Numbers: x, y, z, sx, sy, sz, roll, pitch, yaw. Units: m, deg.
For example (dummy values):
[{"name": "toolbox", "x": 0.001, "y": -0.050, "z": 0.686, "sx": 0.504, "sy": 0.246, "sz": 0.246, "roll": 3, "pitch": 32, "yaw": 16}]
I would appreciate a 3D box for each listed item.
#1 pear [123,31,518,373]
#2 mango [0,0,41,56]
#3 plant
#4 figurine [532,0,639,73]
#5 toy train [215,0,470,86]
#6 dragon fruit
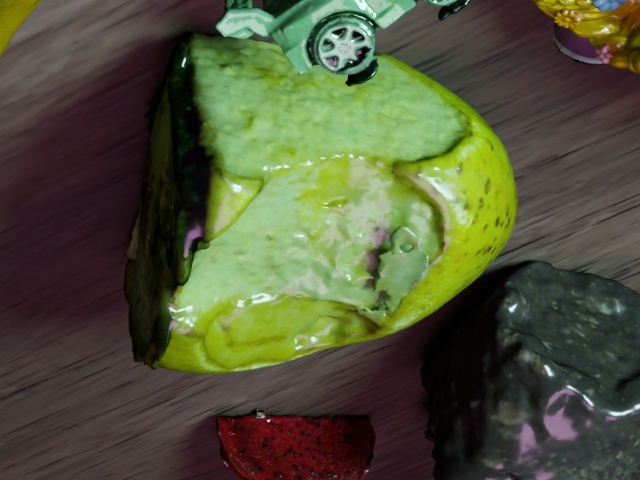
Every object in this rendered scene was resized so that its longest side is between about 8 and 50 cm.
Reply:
[{"name": "pear", "x": 0.000, "y": 0.000, "z": 0.830, "sx": 0.255, "sy": 0.164, "sz": 0.238, "roll": 3, "pitch": 135, "yaw": -20}, {"name": "mango", "x": -0.218, "y": -0.132, "z": 0.678, "sx": 0.161, "sy": 0.076, "sz": 0.103, "roll": -32, "pitch": 132, "yaw": 16}, {"name": "plant", "x": 0.181, "y": 0.162, "z": 1.054, "sx": 0.188, "sy": 0.199, "sz": 0.276, "roll": 6, "pitch": 133, "yaw": -13}, {"name": "figurine", "x": 0.163, "y": -0.168, "z": 0.716, "sx": 0.094, "sy": 0.115, "sz": 0.156, "roll": -26, "pitch": 138, "yaw": -1}, {"name": "toy train", "x": 0.018, "y": -0.156, "z": 0.708, "sx": 0.149, "sy": 0.099, "sz": 0.081, "roll": -35, "pitch": 120, "yaw": 20}, {"name": "dragon fruit", "x": -0.027, "y": 0.223, "z": 1.124, "sx": 0.162, "sy": 0.106, "sz": 0.083, "roll": 7, "pitch": 137, "yaw": -27}]
